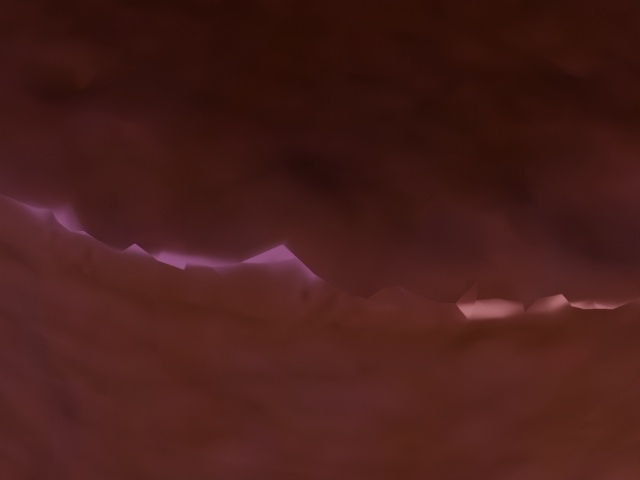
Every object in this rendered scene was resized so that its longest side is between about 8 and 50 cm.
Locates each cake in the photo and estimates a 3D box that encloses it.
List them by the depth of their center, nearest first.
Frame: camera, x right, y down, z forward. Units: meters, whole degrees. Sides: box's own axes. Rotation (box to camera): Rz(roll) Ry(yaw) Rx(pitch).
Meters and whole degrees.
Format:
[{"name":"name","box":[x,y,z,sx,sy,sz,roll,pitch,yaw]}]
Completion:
[{"name":"cake","box":[-0.008,0.002,0.544,0.332,0.332,0.321,24,136,16]}]
